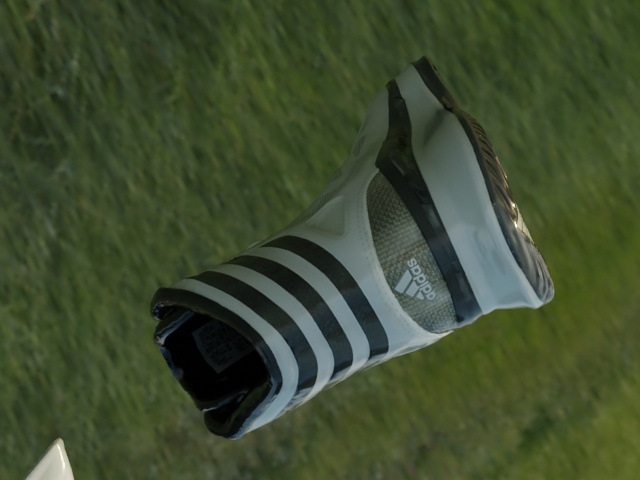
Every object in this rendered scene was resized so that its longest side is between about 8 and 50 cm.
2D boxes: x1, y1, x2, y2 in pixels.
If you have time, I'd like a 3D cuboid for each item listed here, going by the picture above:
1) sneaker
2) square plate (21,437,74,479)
[{"bbox_3d":[0.000,-0.001,1.132,0.257,0.169,0.447,-25,-172,4],"label":"sneaker"},{"bbox_3d":[-0.273,0.371,1.222,0.344,0.049,0.347,-56,164,-34],"label":"square plate"}]
